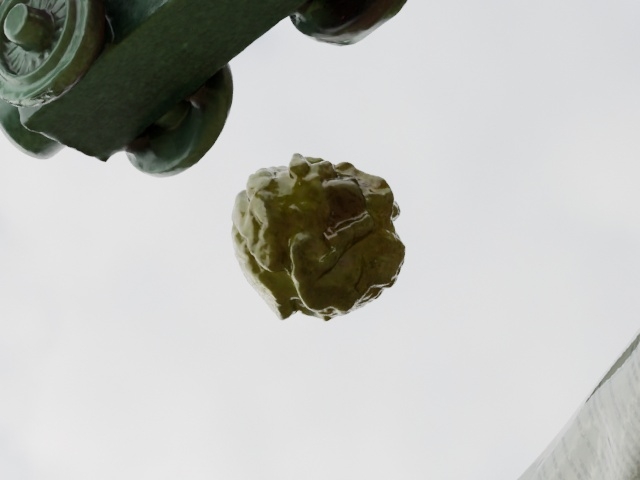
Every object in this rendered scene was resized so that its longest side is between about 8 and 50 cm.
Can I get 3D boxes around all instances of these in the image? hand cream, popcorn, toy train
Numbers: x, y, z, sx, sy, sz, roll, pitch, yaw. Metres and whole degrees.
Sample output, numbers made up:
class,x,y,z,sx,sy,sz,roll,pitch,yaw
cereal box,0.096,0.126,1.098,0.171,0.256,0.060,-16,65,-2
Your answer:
class,x,y,z,sx,sy,sz,roll,pitch,yaw
hand cream,0.131,0.082,0.655,0.050,0.080,0.234,-12,-34,-27
popcorn,0.000,0.000,1.072,0.116,0.106,0.121,-31,-61,14
toy train,-0.079,-0.180,0.909,0.304,0.221,0.150,-34,-38,26
